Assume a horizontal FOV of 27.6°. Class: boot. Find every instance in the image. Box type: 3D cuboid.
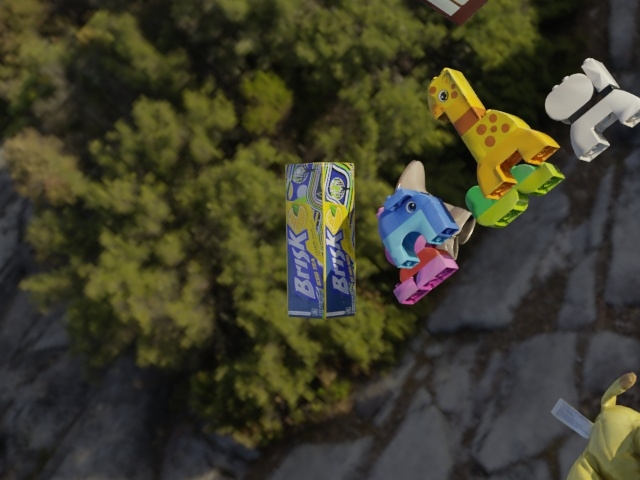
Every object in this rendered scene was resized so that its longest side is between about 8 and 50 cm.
[{"bbox_3d":[0.115,-0.026,1.314,0.087,0.042,0.118,6,66,31],"label":"boot"}]

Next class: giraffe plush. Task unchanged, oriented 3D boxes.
[{"bbox_3d":[0.355,0.254,1.362,0.181,0.170,0.210,-51,37,21],"label":"giraffe plush"}]

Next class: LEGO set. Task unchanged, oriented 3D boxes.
[{"bbox_3d":[0.102,-0.060,0.904,0.227,0.087,0.093,-41,65,25],"label":"LEGO set"}]

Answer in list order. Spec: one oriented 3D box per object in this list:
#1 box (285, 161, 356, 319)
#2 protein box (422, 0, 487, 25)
[{"bbox_3d":[0.000,0.000,1.418,0.059,0.054,0.169,0,92,41],"label":"box"},{"bbox_3d":[0.125,-0.351,1.190,0.201,0.136,0.199,-41,50,24],"label":"protein box"}]
